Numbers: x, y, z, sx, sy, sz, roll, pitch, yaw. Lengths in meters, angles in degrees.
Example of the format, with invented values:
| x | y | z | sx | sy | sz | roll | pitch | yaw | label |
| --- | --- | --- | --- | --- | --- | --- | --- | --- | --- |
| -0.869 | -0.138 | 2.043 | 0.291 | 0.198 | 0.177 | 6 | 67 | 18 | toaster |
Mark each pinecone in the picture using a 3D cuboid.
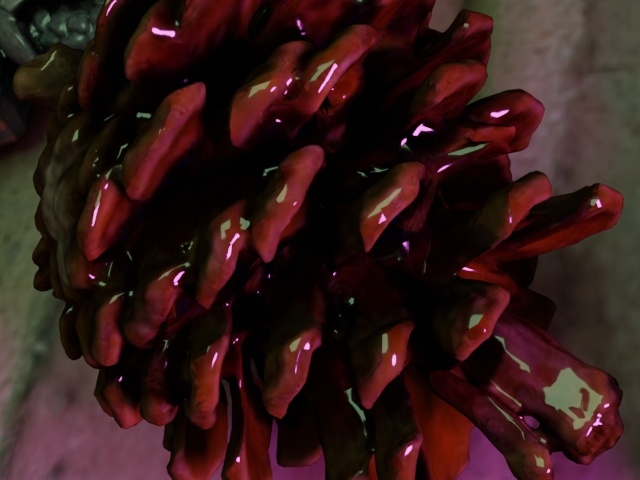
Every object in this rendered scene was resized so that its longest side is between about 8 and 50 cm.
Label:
| x | y | z | sx | sy | sz | roll | pitch | yaw | label |
| --- | --- | --- | --- | --- | --- | --- | --- | --- | --- |
| -0.001 | 0.002 | 0.438 | 0.168 | 0.185 | 0.212 | -31 | 68 | -13 | pinecone |

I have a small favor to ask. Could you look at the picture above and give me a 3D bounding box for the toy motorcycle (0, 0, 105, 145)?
| x | y | z | sx | sy | sz | roll | pitch | yaw | label |
| --- | --- | --- | --- | --- | --- | --- | --- | --- | --- |
| -0.189 | -0.140 | 0.652 | 0.173 | 0.108 | 0.307 | -50 | 52 | -3 | toy motorcycle |
